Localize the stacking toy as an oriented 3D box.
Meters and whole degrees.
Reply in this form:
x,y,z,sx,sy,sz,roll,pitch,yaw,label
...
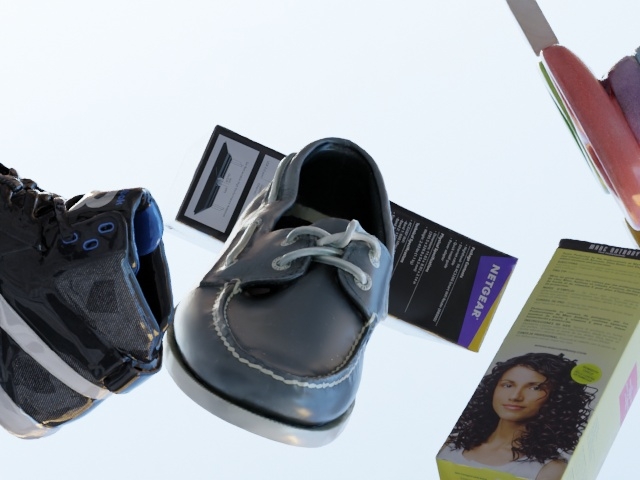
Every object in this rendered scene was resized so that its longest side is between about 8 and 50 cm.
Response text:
x,y,z,sx,sy,sz,roll,pitch,yaw,label
0.275,-0.099,1.540,0.130,0.309,0.279,-28,-126,6,stacking toy

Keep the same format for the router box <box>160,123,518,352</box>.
x,y,z,sx,sy,sz,roll,pitch,yaw,label
0.000,0.000,1.497,0.309,0.243,0.081,177,-63,-83,router box

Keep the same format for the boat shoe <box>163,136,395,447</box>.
x,y,z,sx,sy,sz,roll,pitch,yaw,label
-0.014,0.019,1.105,0.319,0.116,0.099,-71,-176,-71,boat shoe

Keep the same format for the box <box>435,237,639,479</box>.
x,y,z,sx,sy,sz,roll,pitch,yaw,label
0.159,0.092,1.238,0.087,0.058,0.232,8,-140,25,box

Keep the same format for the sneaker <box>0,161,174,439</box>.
x,y,z,sx,sy,sz,roll,pitch,yaw,label
-0.146,-0.020,0.912,0.121,0.217,0.079,-28,-170,22,sneaker
